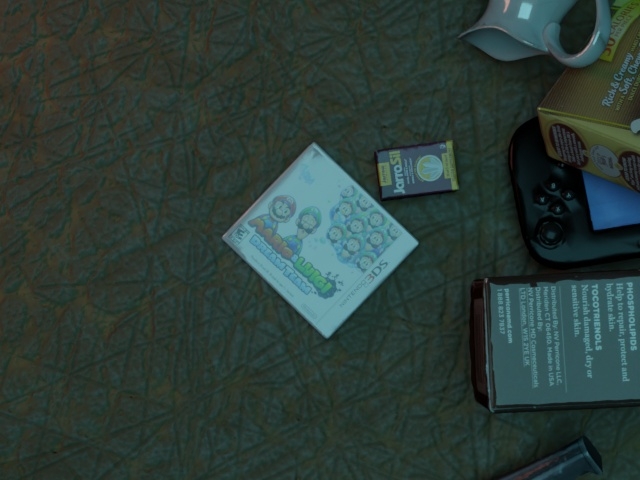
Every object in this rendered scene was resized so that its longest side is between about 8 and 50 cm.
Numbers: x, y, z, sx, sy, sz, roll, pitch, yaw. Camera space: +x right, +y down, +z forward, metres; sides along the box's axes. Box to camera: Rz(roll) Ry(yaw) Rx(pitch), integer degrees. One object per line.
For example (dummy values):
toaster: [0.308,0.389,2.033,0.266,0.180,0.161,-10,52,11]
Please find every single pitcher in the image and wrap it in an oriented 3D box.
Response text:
pitcher: [0.244,-0.279,1.672,0.177,0.125,0.207,21,91,45]

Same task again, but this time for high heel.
high heel: [0.254,0.346,1.715,0.186,0.093,0.261,-30,96,17]

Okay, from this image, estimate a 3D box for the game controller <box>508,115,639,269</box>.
game controller: [0.359,-0.070,1.726,0.319,0.067,0.166,-10,87,0]

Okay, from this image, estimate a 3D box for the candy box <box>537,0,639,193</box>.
candy box: [0.396,-0.117,1.629,0.316,0.087,0.183,26,67,29]

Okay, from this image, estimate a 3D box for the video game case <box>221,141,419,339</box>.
video game case: [0.000,0.000,1.753,0.157,0.019,0.143,44,89,3]

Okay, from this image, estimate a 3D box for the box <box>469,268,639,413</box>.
box: [0.346,0.093,1.657,0.381,0.191,0.143,-1,87,1]

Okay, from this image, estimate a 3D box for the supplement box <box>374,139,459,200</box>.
supplement box: [0.101,-0.073,1.743,0.083,0.043,0.055,-8,89,1]
